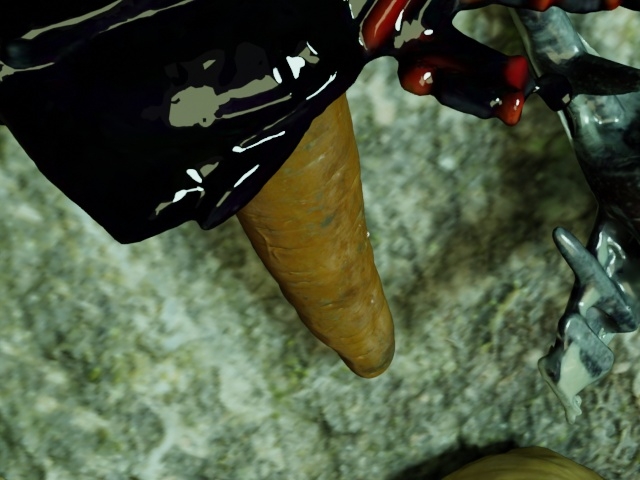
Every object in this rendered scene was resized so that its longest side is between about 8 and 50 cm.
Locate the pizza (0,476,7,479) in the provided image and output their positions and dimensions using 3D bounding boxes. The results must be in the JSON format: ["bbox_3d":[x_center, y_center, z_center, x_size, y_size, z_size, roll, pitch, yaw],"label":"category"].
[{"bbox_3d":[-0.167,0.134,0.645,0.037,0.016,0.083,-6,130,-15],"label":"pizza"}]

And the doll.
[{"bbox_3d":[-0.011,-0.076,0.431,0.249,0.127,0.088,-23,138,-12],"label":"doll"}]

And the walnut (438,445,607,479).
[{"bbox_3d":[0.103,0.192,0.726,0.144,0.144,0.180,12,130,-31],"label":"walnut"}]

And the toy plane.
[{"bbox_3d":[0.136,-0.032,0.552,0.192,0.088,0.262,-49,133,-11],"label":"toy plane"}]

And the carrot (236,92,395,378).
[{"bbox_3d":[0.000,0.000,0.557,0.061,0.061,0.209,-21,140,-1],"label":"carrot"}]
